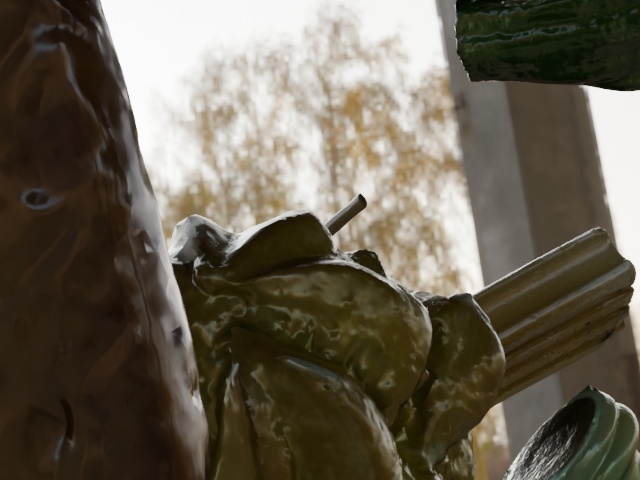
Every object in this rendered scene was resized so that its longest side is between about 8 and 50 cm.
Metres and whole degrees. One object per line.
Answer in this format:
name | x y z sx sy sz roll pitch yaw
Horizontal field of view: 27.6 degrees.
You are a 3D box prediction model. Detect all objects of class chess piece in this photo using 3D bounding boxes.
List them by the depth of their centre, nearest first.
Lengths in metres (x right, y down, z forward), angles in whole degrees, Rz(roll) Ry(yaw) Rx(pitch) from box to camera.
chess piece | 0.349 0.310 1.376 0.298 0.176 0.176 41 -28 -7

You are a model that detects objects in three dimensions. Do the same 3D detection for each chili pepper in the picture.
chili pepper | 0.341 -0.251 1.446 0.385 0.167 0.213 -8 9 7

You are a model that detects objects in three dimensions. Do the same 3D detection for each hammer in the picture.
hammer | 0.000 0.000 1.670 0.013 0.062 0.199 -7 -23 -41

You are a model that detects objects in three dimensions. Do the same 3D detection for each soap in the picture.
soap | 0.223 0.109 1.503 0.274 0.089 0.173 -28 -29 -9

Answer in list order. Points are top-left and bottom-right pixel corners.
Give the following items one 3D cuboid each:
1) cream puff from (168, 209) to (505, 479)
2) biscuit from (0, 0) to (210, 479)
cream puff | -0.057 0.118 0.872 0.378 0.275 0.378 -24 21 10
biscuit | -0.195 0.033 0.396 0.359 0.359 0.046 -13 -2 20
